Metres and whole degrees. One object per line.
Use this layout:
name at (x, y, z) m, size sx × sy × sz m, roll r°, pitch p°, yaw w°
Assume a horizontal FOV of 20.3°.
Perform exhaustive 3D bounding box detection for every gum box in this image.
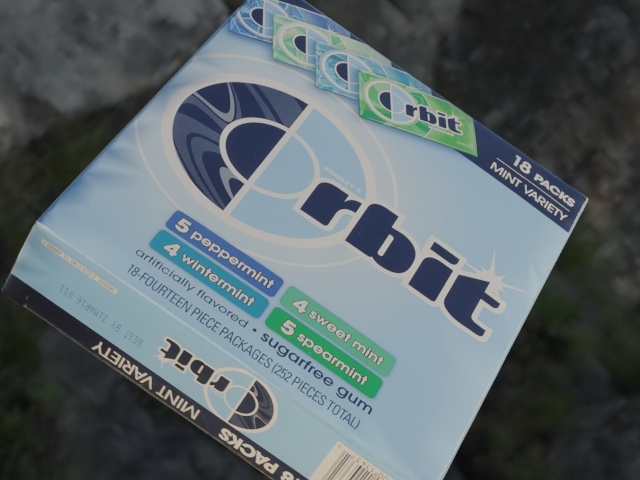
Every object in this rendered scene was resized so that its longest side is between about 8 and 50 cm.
gum box at (0.000, 0.000, 0.648) m, size 0.157 × 0.041 × 0.184 m, roll 35°, pitch 41°, yaw 1°
